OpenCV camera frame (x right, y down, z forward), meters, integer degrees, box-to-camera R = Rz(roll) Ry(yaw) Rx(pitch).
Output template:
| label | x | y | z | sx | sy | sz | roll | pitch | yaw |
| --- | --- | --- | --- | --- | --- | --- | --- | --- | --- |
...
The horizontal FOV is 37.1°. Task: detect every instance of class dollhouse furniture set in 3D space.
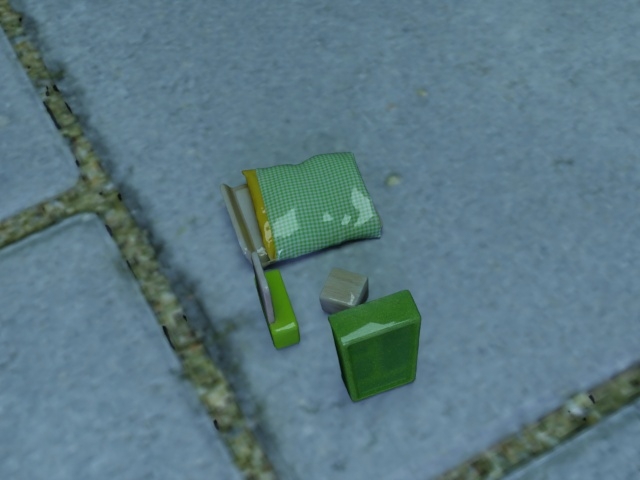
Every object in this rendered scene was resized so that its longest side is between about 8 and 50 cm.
| label | x | y | z | sx | sy | sz | roll | pitch | yaw |
| --- | --- | --- | --- | --- | --- | --- | --- | --- | --- |
| dollhouse furniture set | 0.000 | 0.000 | 0.466 | 0.076 | 0.058 | 0.152 | -17 | 54 | -7 |
